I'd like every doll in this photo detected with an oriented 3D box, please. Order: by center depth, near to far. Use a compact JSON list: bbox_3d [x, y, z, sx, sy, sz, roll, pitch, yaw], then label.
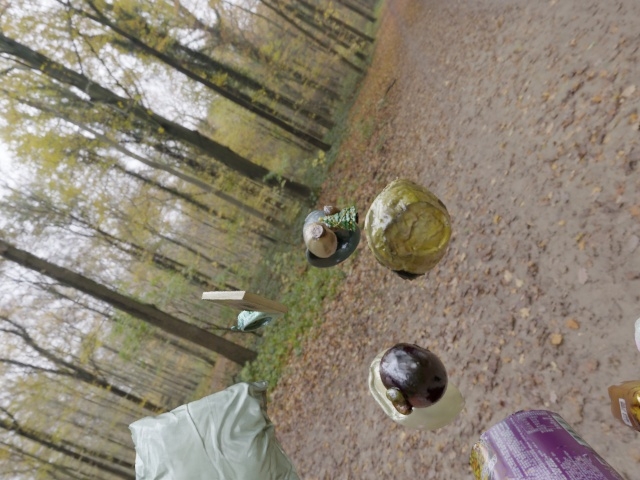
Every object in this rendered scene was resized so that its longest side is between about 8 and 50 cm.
[{"bbox_3d":[0.056,-0.057,1.222,0.077,0.113,0.078,-133,39,-64],"label":"doll"}]

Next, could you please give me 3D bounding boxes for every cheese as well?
[{"bbox_3d":[0.269,0.417,1.248,0.266,0.233,0.127,44,122,45],"label":"cheese"}]

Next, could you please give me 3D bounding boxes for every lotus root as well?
[{"bbox_3d":[0.000,0.000,0.921,0.062,0.073,0.150,-43,-17,-5],"label":"lotus root"}]

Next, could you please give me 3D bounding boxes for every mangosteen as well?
[{"bbox_3d":[0.193,0.296,0.929,0.153,0.152,0.152,-62,8,15],"label":"mangosteen"}]

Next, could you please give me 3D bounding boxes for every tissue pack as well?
[{"bbox_3d":[0.625,0.288,0.750,0.226,0.183,0.092,32,-129,-66],"label":"tissue pack"}]

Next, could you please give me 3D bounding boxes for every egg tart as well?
[{"bbox_3d":[0.221,-0.026,1.019,0.231,0.252,0.098,-25,15,-16],"label":"egg tart"}]

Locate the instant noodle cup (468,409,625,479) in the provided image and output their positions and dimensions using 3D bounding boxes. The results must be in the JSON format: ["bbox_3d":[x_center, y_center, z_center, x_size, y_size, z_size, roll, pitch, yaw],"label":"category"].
[{"bbox_3d":[0.486,0.551,0.925,0.340,0.339,0.266,-61,22,19],"label":"instant noodle cup"}]

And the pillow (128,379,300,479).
[{"bbox_3d":[-0.209,0.451,0.871,0.138,0.309,0.283,87,162,-55],"label":"pillow"}]

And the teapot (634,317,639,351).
[{"bbox_3d":[1.212,0.356,1.572,0.221,0.163,0.178,-110,3,-66],"label":"teapot"}]

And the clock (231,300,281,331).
[{"bbox_3d":[-0.251,0.297,1.675,0.188,0.060,0.148,-33,-22,16],"label":"clock"}]

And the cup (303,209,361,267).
[{"bbox_3d":[0.014,-0.027,1.461,0.150,0.199,0.199,55,126,40],"label":"cup"}]

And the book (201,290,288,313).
[{"bbox_3d":[-0.224,0.181,1.269,0.230,0.161,0.026,-8,63,48],"label":"book"}]
